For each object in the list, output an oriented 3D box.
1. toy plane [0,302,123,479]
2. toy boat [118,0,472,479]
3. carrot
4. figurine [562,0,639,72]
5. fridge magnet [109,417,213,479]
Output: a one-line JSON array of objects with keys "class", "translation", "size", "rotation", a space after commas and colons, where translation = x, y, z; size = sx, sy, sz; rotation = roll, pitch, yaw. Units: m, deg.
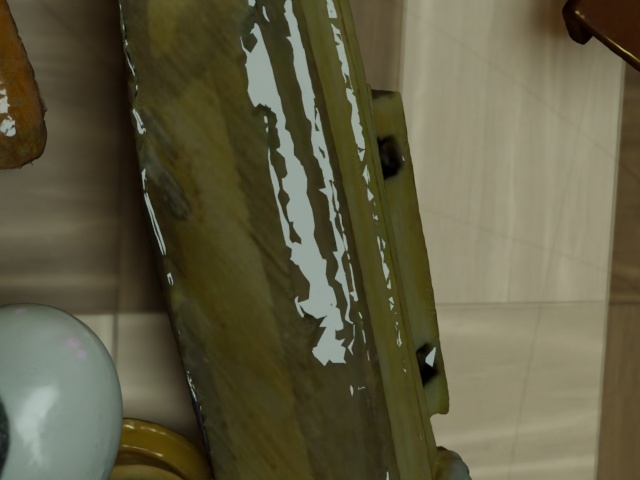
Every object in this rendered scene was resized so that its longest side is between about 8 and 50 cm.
[{"class": "toy plane", "translation": [-0.186, 0.139, 0.531], "size": [0.266, 0.122, 0.267], "rotation": [0, 89, 11]}, {"class": "toy boat", "translation": [0.000, 0.000, 0.625], "size": [0.162, 0.136, 0.446], "rotation": [-32, 114, -57]}, {"class": "carrot", "translation": [-0.176, -0.118, 0.567], "size": [0.060, 0.060, 0.186], "rotation": [-27, 106, -22]}, {"class": "figurine", "translation": [0.287, -0.135, 0.726], "size": [0.283, 0.204, 0.338], "rotation": [-24, 109, -22]}, {"class": "fridge magnet", "translation": [-0.110, 0.162, 0.627], "size": [0.143, 0.063, 0.143], "rotation": [-5, 101, -27]}]
